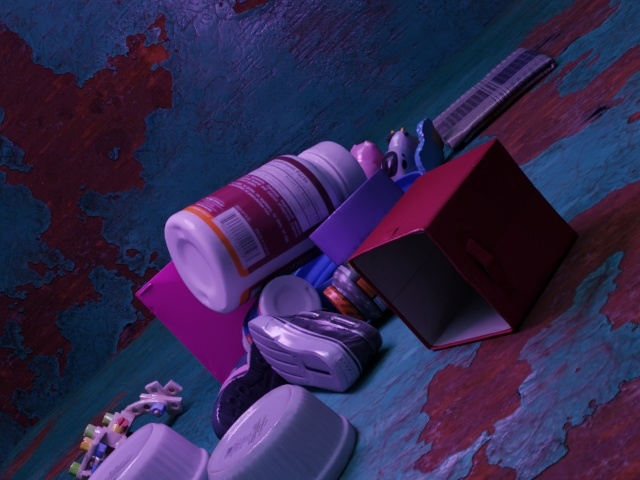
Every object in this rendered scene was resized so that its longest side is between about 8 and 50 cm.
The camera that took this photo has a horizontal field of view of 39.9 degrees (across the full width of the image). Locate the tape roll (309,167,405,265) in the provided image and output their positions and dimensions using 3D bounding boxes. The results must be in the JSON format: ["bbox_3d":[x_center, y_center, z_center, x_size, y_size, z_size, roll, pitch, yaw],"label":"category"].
[{"bbox_3d":[0.072,-0.044,1.656,0.189,0.080,0.189,-43,1,1],"label":"tape roll"}]

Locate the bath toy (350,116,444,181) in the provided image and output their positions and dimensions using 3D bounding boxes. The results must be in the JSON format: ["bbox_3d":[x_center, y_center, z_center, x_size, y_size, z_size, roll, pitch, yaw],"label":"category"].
[{"bbox_3d":[0.129,-0.193,2.171,0.348,0.129,0.151,-16,20,33],"label":"bath toy"}]

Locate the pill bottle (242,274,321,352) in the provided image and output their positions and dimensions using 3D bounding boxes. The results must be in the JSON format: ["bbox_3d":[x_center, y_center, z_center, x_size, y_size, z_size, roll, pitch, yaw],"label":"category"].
[{"bbox_3d":[-0.086,0.165,1.753,0.124,0.124,0.221,-50,-3,-32],"label":"pill bottle"}]

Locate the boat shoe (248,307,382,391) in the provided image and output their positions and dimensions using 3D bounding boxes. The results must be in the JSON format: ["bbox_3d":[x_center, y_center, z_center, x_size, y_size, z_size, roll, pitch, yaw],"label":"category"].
[{"bbox_3d":[-0.007,0.177,1.505,0.119,0.121,0.335,-34,22,-24],"label":"boat shoe"}]

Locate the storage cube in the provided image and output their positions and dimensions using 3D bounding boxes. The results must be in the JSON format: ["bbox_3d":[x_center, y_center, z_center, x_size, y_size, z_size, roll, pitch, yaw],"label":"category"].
[{"bbox_3d":[0.191,0.009,1.205,0.193,0.183,0.215,-49,11,-29],"label":"storage cube"}]

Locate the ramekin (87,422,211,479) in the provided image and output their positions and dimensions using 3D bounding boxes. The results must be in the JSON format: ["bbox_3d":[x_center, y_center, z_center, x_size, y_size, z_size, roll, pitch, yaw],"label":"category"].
[{"bbox_3d":[-0.328,0.448,1.576,0.273,0.127,0.273,-42,11,10],"label":"ramekin"}]

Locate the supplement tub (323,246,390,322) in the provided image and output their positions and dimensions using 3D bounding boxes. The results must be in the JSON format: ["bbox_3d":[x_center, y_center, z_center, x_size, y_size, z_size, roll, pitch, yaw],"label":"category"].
[{"bbox_3d":[0.103,0.057,1.537,0.190,0.117,0.117,-44,10,-4],"label":"supplement tub"}]

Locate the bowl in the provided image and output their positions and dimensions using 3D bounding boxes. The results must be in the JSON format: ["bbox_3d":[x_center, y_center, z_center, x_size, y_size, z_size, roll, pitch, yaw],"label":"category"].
[{"bbox_3d":[0.092,0.013,1.868,0.391,0.077,0.391,-41,10,9],"label":"bowl"}]

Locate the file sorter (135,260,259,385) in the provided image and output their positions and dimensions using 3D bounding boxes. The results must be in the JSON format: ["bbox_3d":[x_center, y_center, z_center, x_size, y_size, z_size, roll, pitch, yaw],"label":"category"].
[{"bbox_3d":[-0.219,0.136,1.978,0.202,0.290,0.182,-40,8,16],"label":"file sorter"}]

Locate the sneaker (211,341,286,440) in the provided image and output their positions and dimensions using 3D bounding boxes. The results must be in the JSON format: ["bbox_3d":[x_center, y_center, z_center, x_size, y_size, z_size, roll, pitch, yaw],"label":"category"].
[{"bbox_3d":[-0.136,0.299,1.561,0.131,0.112,0.319,-56,0,18],"label":"sneaker"}]

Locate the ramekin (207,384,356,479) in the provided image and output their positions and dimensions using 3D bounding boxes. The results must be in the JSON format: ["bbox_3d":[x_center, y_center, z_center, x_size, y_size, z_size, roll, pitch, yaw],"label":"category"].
[{"bbox_3d":[-0.061,0.296,1.222,0.207,0.109,0.207,-42,11,10],"label":"ramekin"}]

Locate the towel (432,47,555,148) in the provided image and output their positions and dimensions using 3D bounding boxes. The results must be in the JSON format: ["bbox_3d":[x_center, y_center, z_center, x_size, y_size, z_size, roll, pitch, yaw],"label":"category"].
[{"bbox_3d":[0.422,-0.350,2.189,0.324,0.056,0.312,-39,14,10],"label":"towel"}]

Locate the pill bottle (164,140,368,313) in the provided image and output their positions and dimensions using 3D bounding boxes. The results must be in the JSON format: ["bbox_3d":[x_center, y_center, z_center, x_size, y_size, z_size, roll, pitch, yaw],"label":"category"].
[{"bbox_3d":[-0.098,-0.039,1.801,0.392,0.224,0.224,-32,4,-28],"label":"pill bottle"}]

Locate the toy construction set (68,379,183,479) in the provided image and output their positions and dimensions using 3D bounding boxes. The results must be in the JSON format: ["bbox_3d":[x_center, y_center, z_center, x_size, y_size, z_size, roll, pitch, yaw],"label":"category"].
[{"bbox_3d":[-0.450,0.441,2.003,0.328,0.151,0.215,-45,-17,-56],"label":"toy construction set"}]
